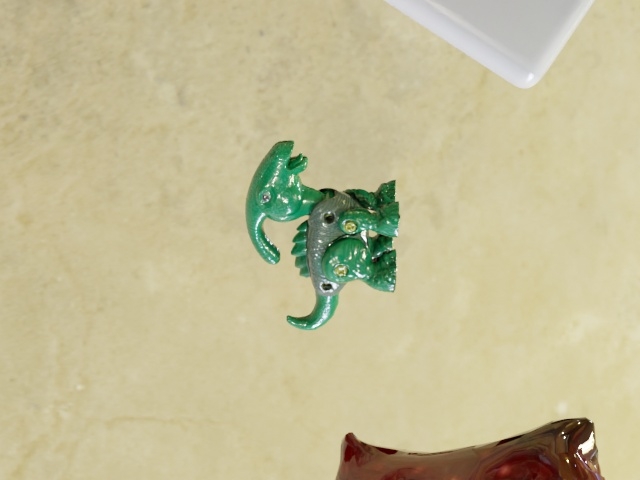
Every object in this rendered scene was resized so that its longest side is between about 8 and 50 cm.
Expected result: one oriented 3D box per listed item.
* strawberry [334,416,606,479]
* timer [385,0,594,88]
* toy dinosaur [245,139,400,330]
[{"bbox_3d":[0.036,0.165,0.364,0.201,0.187,0.184,-38,105,-23],"label":"strawberry"},{"bbox_3d":[0.123,-0.250,0.874,0.195,0.194,0.192,32,102,-5],"label":"timer"},{"bbox_3d":[0.000,0.000,0.724,0.059,0.096,0.132,-88,-178,-63],"label":"toy dinosaur"}]
